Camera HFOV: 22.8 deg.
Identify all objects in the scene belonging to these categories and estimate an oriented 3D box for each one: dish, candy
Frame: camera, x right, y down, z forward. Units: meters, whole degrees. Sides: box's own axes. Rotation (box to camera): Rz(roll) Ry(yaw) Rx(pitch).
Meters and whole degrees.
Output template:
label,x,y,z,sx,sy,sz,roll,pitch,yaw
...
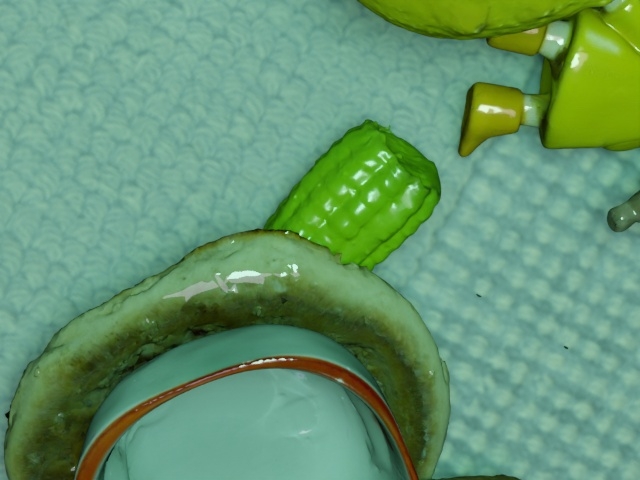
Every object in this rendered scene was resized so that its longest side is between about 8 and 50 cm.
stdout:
label,x,y,z,sx,sy,sz,roll,pitch,yaw
dish,-0.054,0.167,1.151,0.256,0.117,0.256,-3,116,-7
candy,0.000,0.000,1.246,0.097,0.097,0.209,44,100,-9

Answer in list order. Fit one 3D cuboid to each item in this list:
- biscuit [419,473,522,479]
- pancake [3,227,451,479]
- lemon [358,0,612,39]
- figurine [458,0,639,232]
label,x,y,z,sx,sy,sz,roll,pitch,yaw
biscuit,0.053,0.297,1.273,0.278,0.043,0.301,38,98,-22
pancake,-0.064,0.155,1.243,0.356,0.065,0.356,-5,117,-9
lemon,0.117,-0.254,1.093,0.288,0.233,0.234,-14,98,9
figurine,0.286,-0.095,1.226,0.343,0.215,0.187,13,50,4
